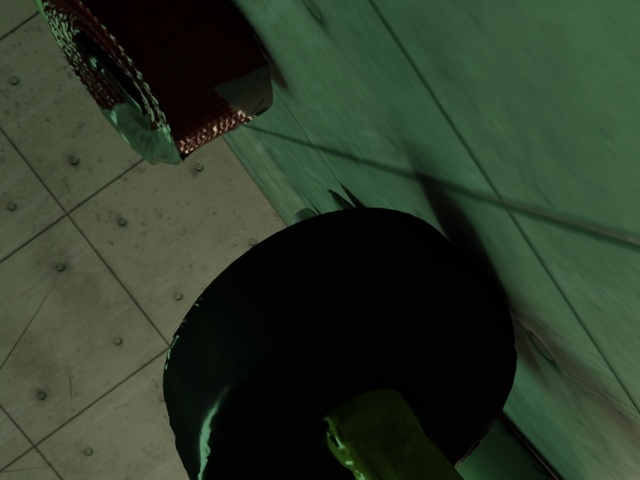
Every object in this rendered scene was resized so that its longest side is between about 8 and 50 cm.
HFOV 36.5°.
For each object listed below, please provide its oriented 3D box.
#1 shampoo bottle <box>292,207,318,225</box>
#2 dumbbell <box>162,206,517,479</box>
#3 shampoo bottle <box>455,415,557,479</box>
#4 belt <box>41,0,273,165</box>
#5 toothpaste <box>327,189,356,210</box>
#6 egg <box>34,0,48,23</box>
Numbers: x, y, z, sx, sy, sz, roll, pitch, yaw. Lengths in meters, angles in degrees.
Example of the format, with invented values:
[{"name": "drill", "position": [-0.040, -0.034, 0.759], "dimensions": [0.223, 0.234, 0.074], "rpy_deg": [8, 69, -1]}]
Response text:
[{"name": "shampoo bottle", "position": [0.000, 0.000, 1.363], "dimensions": [0.072, 0.043, 0.099], "rpy_deg": [55, 177, -27]}, {"name": "dumbbell", "position": [0.066, 0.148, 0.469], "dimensions": [0.322, 0.203, 0.204], "rpy_deg": [51, 176, 45]}, {"name": "shampoo bottle", "position": [0.155, 0.210, 0.934], "dimensions": [0.085, 0.085, 0.262], "rpy_deg": [56, 177, -37]}, {"name": "belt", "position": [-0.127, -0.160, 0.794], "dimensions": [0.201, 0.124, 0.128], "rpy_deg": [48, 156, 23]}, {"name": "toothpaste", "position": [0.046, 0.009, 0.810], "dimensions": [0.062, 0.037, 0.216], "rpy_deg": [55, -179, -23]}, {"name": "egg", "position": [-0.318, -0.347, 1.348], "dimensions": [0.151, 0.151, 0.209], "rpy_deg": [54, -177, -1]}]
